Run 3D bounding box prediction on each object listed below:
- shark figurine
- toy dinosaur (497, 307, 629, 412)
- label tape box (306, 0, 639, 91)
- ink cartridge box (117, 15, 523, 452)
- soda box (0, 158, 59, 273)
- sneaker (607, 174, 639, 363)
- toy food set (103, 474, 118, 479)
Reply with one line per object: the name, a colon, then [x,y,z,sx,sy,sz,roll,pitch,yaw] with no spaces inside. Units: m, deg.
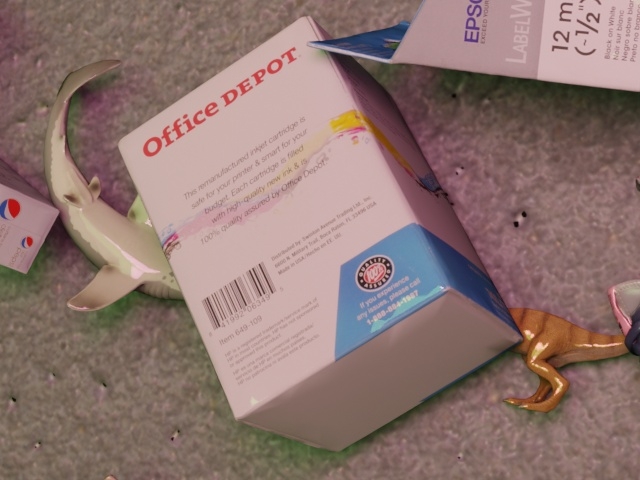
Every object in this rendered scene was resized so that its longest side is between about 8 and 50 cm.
shark figurine: [-0.206,-0.027,1.396,0.166,0.116,0.278,-32,81,-22]
toy dinosaur: [0.196,0.088,1.260,0.211,0.064,0.112,11,87,19]
label tape box: [0.196,-0.188,1.182,0.347,0.249,0.115,11,104,19]
ink cartridge box: [0.000,0.000,1.242,0.198,0.197,0.270,-32,64,14]
soda box: [-0.326,-0.047,1.395,0.216,0.074,0.069,35,97,51]
sneaker: [0.286,0.093,1.200,0.131,0.112,0.319,11,81,9]
toy food set: [-0.208,0.318,1.377,0.128,0.071,0.218,39,100,-6]
